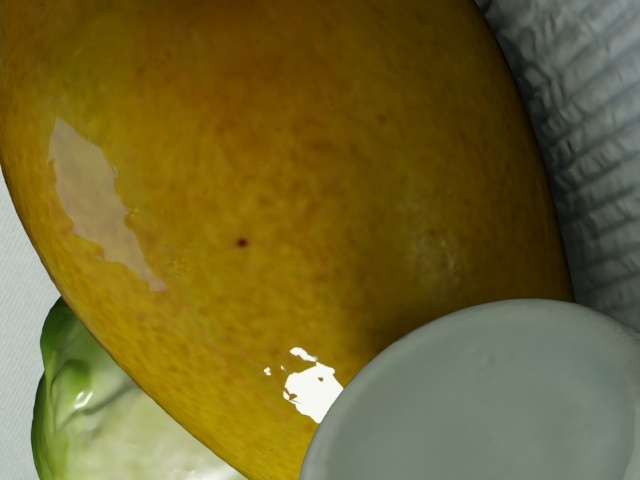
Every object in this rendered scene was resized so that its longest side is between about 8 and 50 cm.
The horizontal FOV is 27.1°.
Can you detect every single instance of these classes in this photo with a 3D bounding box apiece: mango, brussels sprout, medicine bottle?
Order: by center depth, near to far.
[{"bbox_3d":[0.102,0.149,0.504,0.252,0.144,0.144,57,179,-40],"label":"medicine bottle"},{"bbox_3d":[0.000,0.000,0.620,0.378,0.221,0.264,58,173,-32],"label":"mango"},{"bbox_3d":[-0.088,0.120,1.099,0.371,0.276,0.315,-69,-1,-68],"label":"brussels sprout"}]
